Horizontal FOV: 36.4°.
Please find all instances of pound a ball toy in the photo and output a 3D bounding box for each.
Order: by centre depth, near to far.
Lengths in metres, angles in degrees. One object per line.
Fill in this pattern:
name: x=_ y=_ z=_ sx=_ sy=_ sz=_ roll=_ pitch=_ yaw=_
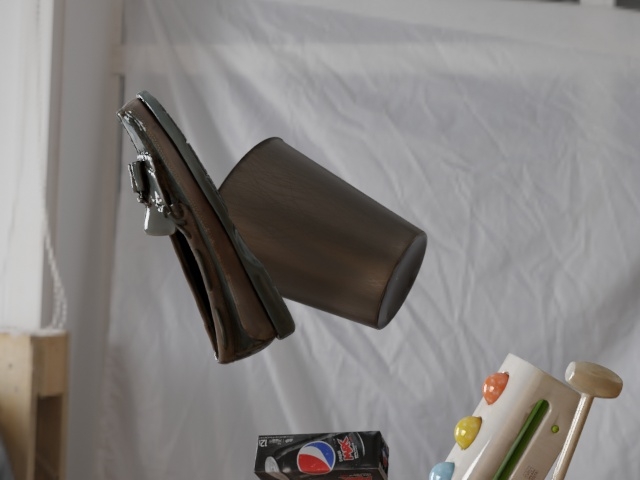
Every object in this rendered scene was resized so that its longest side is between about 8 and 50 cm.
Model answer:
pound a ball toy: x=0.279 y=0.293 z=1.425 sx=0.135 sy=0.319 sz=0.208 roll=30 pitch=-1 yaw=-5

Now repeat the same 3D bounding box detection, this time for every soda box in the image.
soda box: x=0.002 y=0.286 z=1.266 sx=0.169 sy=0.053 sz=0.060 roll=-6 pitch=-36 yaw=16

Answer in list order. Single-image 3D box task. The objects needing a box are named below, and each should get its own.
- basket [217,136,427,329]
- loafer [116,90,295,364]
basket: x=0.000 y=0.000 z=1.162 sx=0.227 sy=0.204 sz=0.154 roll=25 pitch=-35 yaw=17
loafer: x=-0.120 y=-0.006 z=0.896 sx=0.084 sy=0.267 sz=0.096 roll=-33 pitch=12 yaw=-9
